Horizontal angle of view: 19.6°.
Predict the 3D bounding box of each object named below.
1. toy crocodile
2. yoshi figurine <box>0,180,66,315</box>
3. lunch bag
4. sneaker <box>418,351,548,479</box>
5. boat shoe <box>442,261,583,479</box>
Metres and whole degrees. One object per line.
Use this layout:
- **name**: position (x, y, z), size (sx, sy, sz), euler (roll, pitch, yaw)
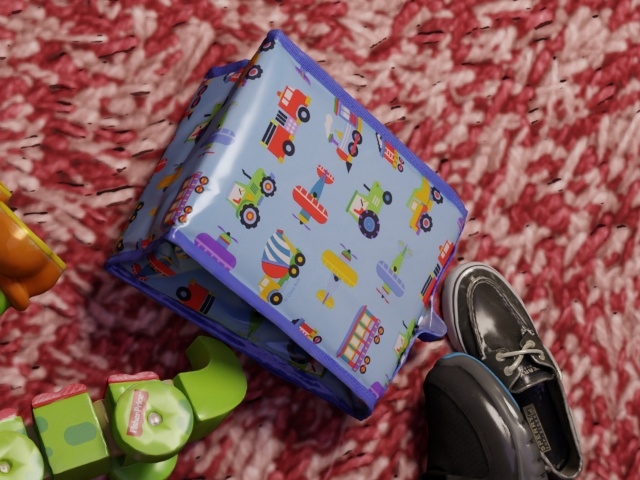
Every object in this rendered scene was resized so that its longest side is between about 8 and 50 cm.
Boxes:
- **toy crocodile**: position (-0.218, 0.169, 1.545), size (0.341, 0.115, 0.105), euler (-17, 71, -19)
- **yoshi figurine**: position (-0.393, 0.073, 1.443), size (0.362, 0.203, 0.203), euler (-43, 105, -1)
- **lunch bag**: position (0.000, 0.000, 1.612), size (0.293, 0.138, 0.221), euler (36, 63, -19)
- **sneaker**: position (0.128, 0.270, 1.628), size (0.140, 0.125, 0.340), euler (-10, 87, -15)
- **boat shoe**: position (0.183, 0.118, 1.686), size (0.078, 0.070, 0.219), euler (-26, 92, -17)
